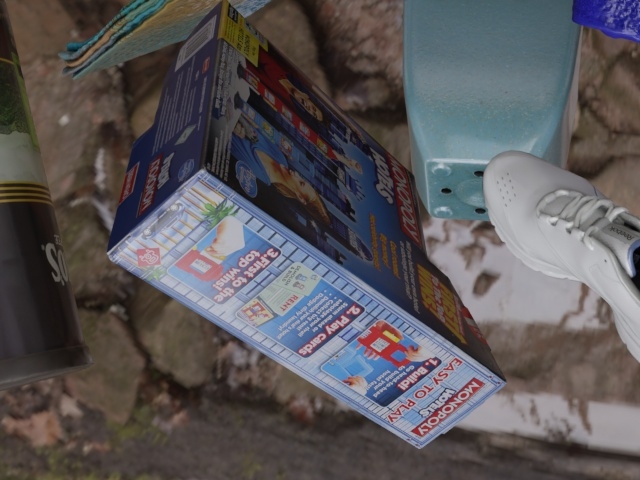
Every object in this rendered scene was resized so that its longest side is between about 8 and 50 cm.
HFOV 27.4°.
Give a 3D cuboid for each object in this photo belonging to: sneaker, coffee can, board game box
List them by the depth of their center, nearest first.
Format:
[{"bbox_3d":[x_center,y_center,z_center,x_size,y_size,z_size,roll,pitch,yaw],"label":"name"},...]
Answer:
[{"bbox_3d":[0.000,0.000,0.628,0.060,0.194,0.194,-40,113,20],"label":"board game box"},{"bbox_3d":[-0.284,-0.024,0.890,0.201,0.201,0.275,-16,86,23],"label":"coffee can"},{"bbox_3d":[0.271,0.001,1.247,0.297,0.111,0.129,41,168,27],"label":"sneaker"}]

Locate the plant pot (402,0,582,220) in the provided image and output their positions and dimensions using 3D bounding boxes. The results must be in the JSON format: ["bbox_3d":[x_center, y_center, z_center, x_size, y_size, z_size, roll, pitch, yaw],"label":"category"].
[{"bbox_3d":[0.231,-0.167,1.814,0.248,0.252,0.247,3,148,10],"label":"plant pot"}]

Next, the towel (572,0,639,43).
[{"bbox_3d":[0.391,-0.340,1.333,0.227,0.076,0.308,10,119,9],"label":"towel"}]

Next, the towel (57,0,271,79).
[{"bbox_3d":[-0.081,-0.267,1.317,0.370,0.271,0.040,-19,97,55],"label":"towel"}]
